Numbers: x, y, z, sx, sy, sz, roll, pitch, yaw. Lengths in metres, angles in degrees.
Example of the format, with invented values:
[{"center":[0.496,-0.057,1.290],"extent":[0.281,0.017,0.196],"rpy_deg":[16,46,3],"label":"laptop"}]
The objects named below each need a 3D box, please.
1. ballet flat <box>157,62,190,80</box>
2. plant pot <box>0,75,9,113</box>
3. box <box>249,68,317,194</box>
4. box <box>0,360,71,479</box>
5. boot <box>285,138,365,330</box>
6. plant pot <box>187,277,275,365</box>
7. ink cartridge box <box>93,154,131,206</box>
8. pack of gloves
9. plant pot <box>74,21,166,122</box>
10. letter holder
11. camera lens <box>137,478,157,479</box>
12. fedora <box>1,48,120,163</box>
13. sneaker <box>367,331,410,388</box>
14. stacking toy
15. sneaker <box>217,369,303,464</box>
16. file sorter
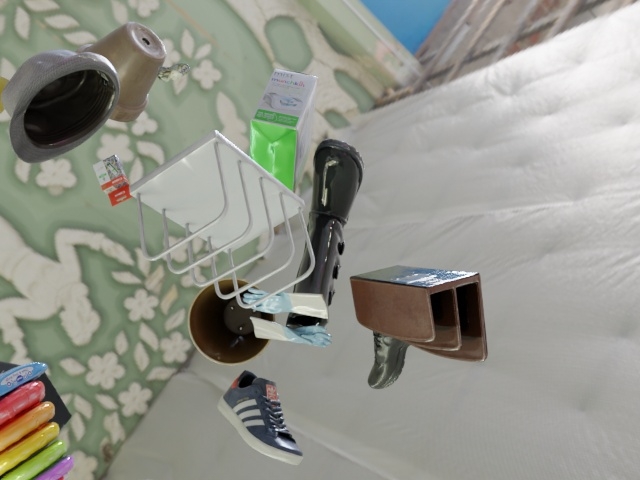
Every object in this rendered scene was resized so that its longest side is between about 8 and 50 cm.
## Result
[{"center":[-0.377,-0.426,1.815],"extent":[0.114,0.041,0.041],"rpy_deg":[5,-128,40],"label":"ballet flat"},{"center":[-0.940,-0.404,2.010],"extent":[0.134,0.134,0.095],"rpy_deg":[-18,-116,58],"label":"plant pot"},{"center":[-0.101,-0.275,1.875],"extent":[0.262,0.127,0.231],"rpy_deg":[97,8,-47],"label":"box"},{"center":[-0.965,0.502,1.977],"extent":[0.396,0.212,0.293],"rpy_deg":[6,-140,24],"label":"box"},{"center":[0.000,0.001,1.936],"extent":[0.367,0.146,0.445],"rpy_deg":[86,18,-58],"label":"boot"},{"center":[-0.238,0.222,2.041],"extent":[0.237,0.237,0.254],"rpy_deg":[-49,178,-1],"label":"plant pot"},{"center":[-0.512,-0.148,1.756],"extent":[0.063,0.115,0.029],"rpy_deg":[-26,162,2],"label":"ink cartridge box"},{"center":[-0.089,0.209,1.810],"extent":[0.232,0.195,0.046],"rpy_deg":[4,-137,22],"label":"pack of gloves"},{"center":[-0.589,-0.524,2.137],"extent":[0.229,0.263,0.263],"rpy_deg":[-35,-158,29],"label":"plant pot"},{"center":[0.223,0.183,1.648],"extent":[0.152,0.214,0.302],"rpy_deg":[-12,-172,-30],"label":"letter holder"},{"center":[-0.476,0.794,1.908],"extent":[0.219,0.219,0.274],"rpy_deg":[-71,178,-50],"label":"camera lens"},{"center":[-0.559,-0.301,1.481],"extent":[0.275,0.124,0.243],"rpy_deg":[-41,160,-23],"label":"fedora"},{"center":[0.197,0.303,2.079],"extent":[0.286,0.130,0.109],"rpy_deg":[-64,-158,12],"label":"sneaker"},{"center":[-0.485,0.373,1.196],"extent":[0.166,0.301,0.175],"rpy_deg":[-34,179,24],"label":"stacking toy"},{"center":[-0.143,0.449,1.860],"extent":[0.350,0.131,0.148],"rpy_deg":[26,-95,49],"label":"sneaker"},{"center":[-0.162,-0.018,1.256],"extent":[0.193,0.278,0.173],"rpy_deg":[-29,-126,19],"label":"file sorter"}]
